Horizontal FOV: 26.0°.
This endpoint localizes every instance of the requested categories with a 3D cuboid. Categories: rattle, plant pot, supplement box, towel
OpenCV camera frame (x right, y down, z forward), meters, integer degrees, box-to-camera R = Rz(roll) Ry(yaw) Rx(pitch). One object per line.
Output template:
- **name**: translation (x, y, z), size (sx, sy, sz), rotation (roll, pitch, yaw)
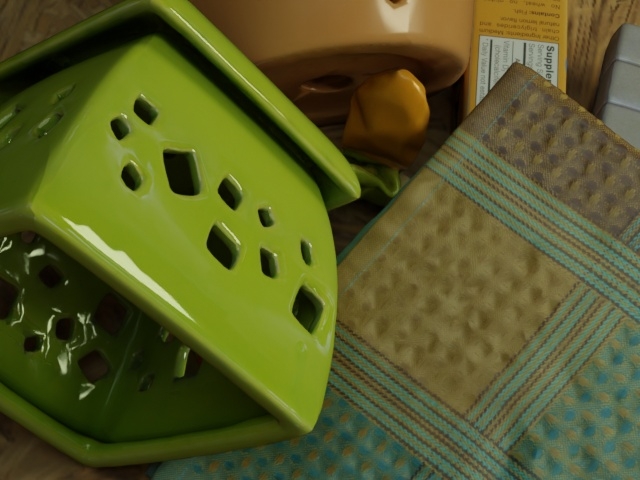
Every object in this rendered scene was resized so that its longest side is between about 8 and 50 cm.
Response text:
- **rattle**: translation (0.000, 0.000, 0.933), size (0.200, 0.143, 0.130), rotation (-38, 88, -24)
- **plant pot**: translation (-0.012, -0.201, 0.967), size (0.291, 0.291, 0.203), rotation (-7, 79, -4)
- **supplement box**: translation (0.141, -0.144, 1.035), size (0.080, 0.078, 0.233), rotation (8, 64, 1)
- **plant pot**: translation (-0.120, -0.010, 0.853), size (0.228, 0.227, 0.207), rotation (-16, 43, 42)
- **towel**: translation (0.104, 0.099, 0.876), size (0.271, 0.040, 0.370), rotation (41, 87, 18)

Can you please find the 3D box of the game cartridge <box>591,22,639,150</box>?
- **game cartridge**: translation (0.354, -0.008, 0.966), size (0.355, 0.068, 0.230), rotation (17, 60, 1)
